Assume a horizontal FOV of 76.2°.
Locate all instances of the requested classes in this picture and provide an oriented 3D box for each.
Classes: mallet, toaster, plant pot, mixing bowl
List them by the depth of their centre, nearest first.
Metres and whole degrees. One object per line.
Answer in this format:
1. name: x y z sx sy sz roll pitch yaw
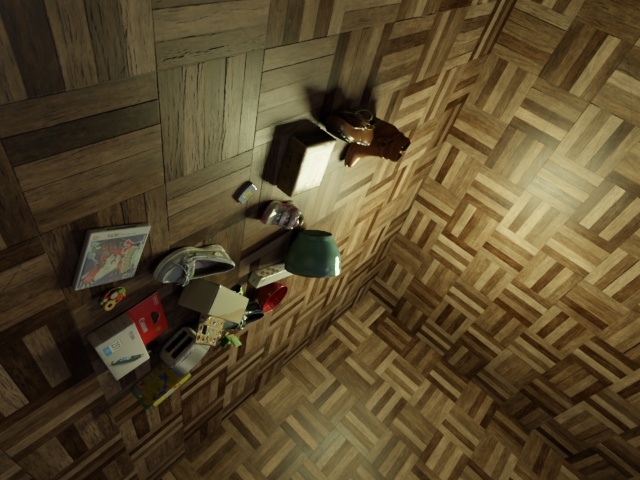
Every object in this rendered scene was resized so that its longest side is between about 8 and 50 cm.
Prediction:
1. mallet: -0.725 0.473 1.633 0.190 0.039 0.062 -34 157 -27
2. toaster: -0.587 0.471 1.780 0.227 0.129 0.146 -45 157 -17
3. plant pot: -0.032 0.053 2.064 0.293 0.293 0.196 -16 114 -57
4. mixing bowl: -0.270 0.282 2.160 0.181 0.098 0.181 -43 159 -21

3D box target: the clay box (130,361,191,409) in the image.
1. clay box: -0.704 0.628 1.803 0.222 0.127 0.053 -39 158 -27

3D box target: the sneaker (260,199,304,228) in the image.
1. sneaker: -0.150 -0.104 1.724 0.252 0.111 0.103 -19 143 -55

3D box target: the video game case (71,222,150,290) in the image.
1. video game case: -0.595 0.044 1.167 0.183 0.023 0.201 -15 140 -57

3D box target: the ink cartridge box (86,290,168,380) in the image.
1. ink cartridge box: -0.670 0.351 1.484 0.261 0.066 0.296 -36 156 -32

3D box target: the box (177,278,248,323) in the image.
1. box: -0.426 0.246 1.662 0.311 0.148 0.121 56 52 -68

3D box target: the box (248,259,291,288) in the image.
1. box: -0.235 0.165 2.083 0.324 0.063 0.067 -18 143 -56

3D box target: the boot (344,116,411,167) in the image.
1. boot: 0.265 -0.415 1.901 0.283 0.220 0.109 -50 160 -1

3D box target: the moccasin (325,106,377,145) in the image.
1. moccasin: 0.137 -0.473 1.658 0.380 0.139 0.147 -10 129 -57

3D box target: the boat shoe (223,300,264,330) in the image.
1. boat shoe: -0.408 0.396 2.065 0.319 0.099 0.116 -18 143 -56

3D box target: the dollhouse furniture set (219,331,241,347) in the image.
1. dollhouse furniture set: -0.475 0.529 2.190 0.058 0.076 0.152 -54 159 11

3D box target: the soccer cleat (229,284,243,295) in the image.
1. soccer cleat: -0.421 0.270 1.873 0.179 0.060 0.072 -49 149 -48

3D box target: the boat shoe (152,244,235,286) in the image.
1. boat shoe: -0.443 0.092 1.456 0.320 0.103 0.118 -12 137 -60

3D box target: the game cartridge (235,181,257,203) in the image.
1. game cartridge: -0.271 -0.174 1.489 0.083 0.017 0.056 -49 156 -5

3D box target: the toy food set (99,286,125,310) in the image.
1. toy food set: -0.653 0.180 1.285 0.083 0.020 0.082 -36 156 -33

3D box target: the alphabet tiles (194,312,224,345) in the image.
1. alphabet tiles: -0.485 0.365 1.822 0.237 0.009 0.198 61 35 -69

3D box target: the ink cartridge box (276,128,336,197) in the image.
1. ink cartridge box: -0.056 -0.305 1.610 0.193 0.088 0.234 -28 150 -44
